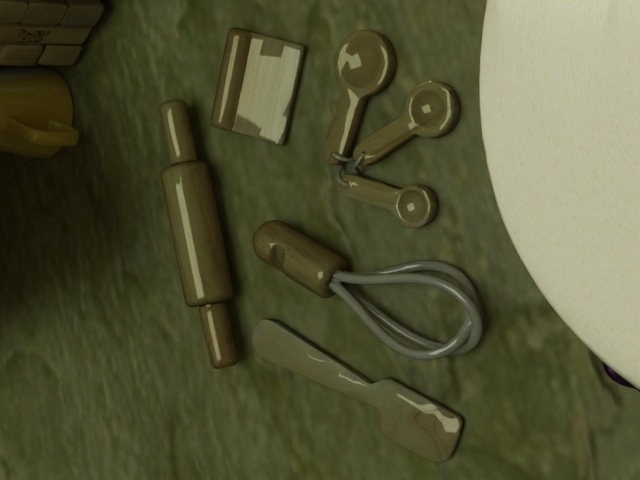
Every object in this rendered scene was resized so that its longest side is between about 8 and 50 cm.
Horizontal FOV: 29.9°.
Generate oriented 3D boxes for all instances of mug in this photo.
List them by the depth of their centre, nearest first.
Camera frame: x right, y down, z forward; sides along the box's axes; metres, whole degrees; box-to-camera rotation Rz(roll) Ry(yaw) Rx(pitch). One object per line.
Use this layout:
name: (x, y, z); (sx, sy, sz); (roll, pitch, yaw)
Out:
mug: (-0.199, -0.085, 0.773); (0.078, 0.064, 0.062); (-10, 88, 35)

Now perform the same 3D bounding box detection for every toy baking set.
toy baking set: (-0.006, 0.000, 0.665); (0.196, 0.030, 0.256); (-9, 89, 35)

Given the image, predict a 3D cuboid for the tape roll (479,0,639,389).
tape roll: (0.218, -0.107, 0.374); (0.392, 0.072, 0.392); (-28, 49, 38)

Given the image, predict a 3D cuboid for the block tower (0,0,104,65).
block tower: (-0.123, -0.249, 0.670); (0.097, 0.091, 0.335); (52, 126, 22)

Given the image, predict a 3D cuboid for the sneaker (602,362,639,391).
sneaker: (0.211, 0.084, 0.480); (0.223, 0.098, 0.083); (27, 108, 31)
